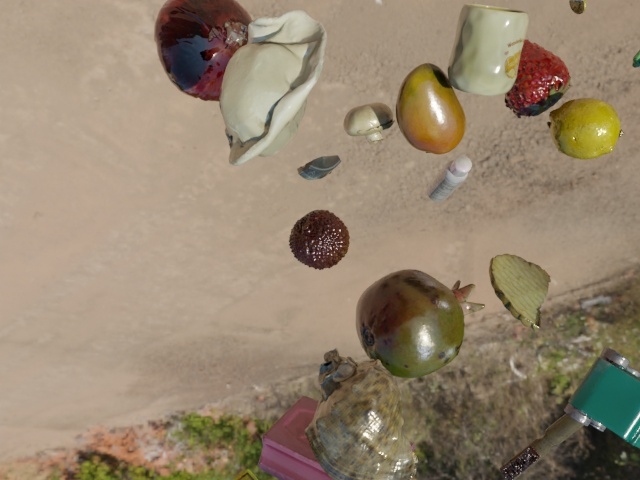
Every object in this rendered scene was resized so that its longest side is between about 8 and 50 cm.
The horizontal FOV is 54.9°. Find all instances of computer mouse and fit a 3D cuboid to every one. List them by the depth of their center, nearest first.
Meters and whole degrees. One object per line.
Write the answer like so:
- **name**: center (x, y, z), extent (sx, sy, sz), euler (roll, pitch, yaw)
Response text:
- **computer mouse**: center (0.000, -0.281, 2.456), extent (0.126, 0.071, 0.231), euler (-25, 175, 35)

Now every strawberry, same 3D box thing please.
- **strawberry**: center (0.634, -0.509, 1.880), extent (0.205, 0.244, 0.205), euler (-29, 162, -10)

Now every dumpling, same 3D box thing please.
- **dumpling**: center (-0.074, -0.284, 1.171), extent (0.243, 0.318, 0.187), euler (-15, 153, 34)

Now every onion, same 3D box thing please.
- **onion**: center (-0.321, -0.599, 1.865), extent (0.348, 0.347, 0.285), euler (15, 172, -35)

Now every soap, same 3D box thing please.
- **soap**: center (0.042, 0.581, 1.663), extent (0.360, 0.128, 0.233), euler (17, -155, 24)

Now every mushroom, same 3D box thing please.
- **mushroom**: center (0.146, -0.349, 1.851), extent (0.154, 0.122, 0.154), euler (-17, -169, 3)

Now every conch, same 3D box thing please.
- **conch**: center (0.062, 0.338, 1.111), extent (0.210, 0.291, 0.159), euler (-32, 153, 13)

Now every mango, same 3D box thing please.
- **mango**: center (0.293, -0.350, 1.688), extent (0.176, 0.139, 0.254), euler (-33, 114, 2)

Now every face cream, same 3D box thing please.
- **face cream**: center (0.420, -0.202, 2.002), extent (0.082, 0.081, 0.269), euler (-1, 166, -8)

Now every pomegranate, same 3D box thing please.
- **pomegranate**: center (0.244, 0.214, 1.558), extent (0.323, 0.290, 0.291), euler (7, 153, -41)

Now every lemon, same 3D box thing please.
- **lemon**: center (0.745, -0.319, 1.747), extent (0.206, 0.173, 0.173), euler (25, 166, 27)

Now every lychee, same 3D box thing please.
- **lychee**: center (0.003, -0.001, 1.219), extent (0.129, 0.123, 0.123), euler (15, 148, -40)

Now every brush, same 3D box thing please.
- **brush**: center (0.490, 0.456, 1.364), extent (0.248, 0.043, 0.036), euler (-52, 157, 26)

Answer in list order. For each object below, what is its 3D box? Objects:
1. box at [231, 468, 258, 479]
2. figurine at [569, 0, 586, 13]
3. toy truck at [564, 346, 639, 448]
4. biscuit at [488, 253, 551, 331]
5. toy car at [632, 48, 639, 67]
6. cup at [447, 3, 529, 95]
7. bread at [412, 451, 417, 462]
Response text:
- **box**: center (-0.197, 0.551, 1.177), extent (0.141, 0.064, 0.220), euler (-24, 145, -45)
- **figurine**: center (0.670, -0.737, 1.650), extent (0.143, 0.143, 0.271), euler (-7, 122, 6)
- **toy truck**: center (0.454, 0.244, 0.886), extent (0.253, 0.124, 0.114), euler (29, 95, -30)
- **biscuit**: center (0.526, 0.116, 1.651), extent (0.187, 0.273, 0.036), euler (41, 127, 5)
- **toy car**: center (0.939, -0.585, 1.536), extent (0.177, 0.213, 0.358), euler (-17, 136, -10)
- **cup**: center (0.418, -0.494, 1.582), extent (0.173, 0.255, 0.202), euler (7, 116, -1)
- **bread**: center (0.177, 0.540, 1.510), extent (0.106, 0.053, 0.072), euler (1, 149, -29)
